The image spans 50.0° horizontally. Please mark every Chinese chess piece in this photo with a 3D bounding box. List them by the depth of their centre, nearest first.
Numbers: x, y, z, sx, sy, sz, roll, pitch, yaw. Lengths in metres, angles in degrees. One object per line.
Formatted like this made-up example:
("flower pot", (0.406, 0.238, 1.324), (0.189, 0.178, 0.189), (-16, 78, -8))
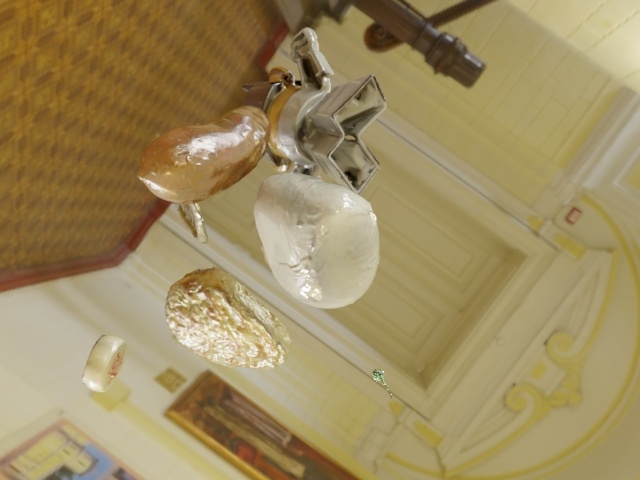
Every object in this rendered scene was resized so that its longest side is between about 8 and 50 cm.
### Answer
("Chinese chess piece", (-0.461, 0.264, 1.474), (0.122, 0.051, 0.122), (17, 90, -87))

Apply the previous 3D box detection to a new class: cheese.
("cheese", (0.000, 0.000, 0.974), (0.154, 0.198, 0.189), (-15, 113, -28))

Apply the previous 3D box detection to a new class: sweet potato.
("sweet potato", (-0.119, -0.117, 0.869), (0.097, 0.097, 0.292), (-56, 172, 32))

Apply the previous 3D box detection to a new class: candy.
("candy", (0.125, 0.287, 1.368), (0.023, 0.025, 0.083), (-47, -148, 13))

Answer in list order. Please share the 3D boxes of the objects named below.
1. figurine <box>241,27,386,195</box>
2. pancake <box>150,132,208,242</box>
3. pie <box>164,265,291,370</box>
("figurine", (-0.031, -0.198, 1.151), (0.143, 0.308, 0.308), (16, 115, -49))
("pancake", (-0.269, -0.098, 1.322), (0.029, 0.235, 0.212), (-27, -167, -16))
("pie", (-0.142, 0.125, 1.065), (0.179, 0.205, 0.084), (-23, -147, 40))
